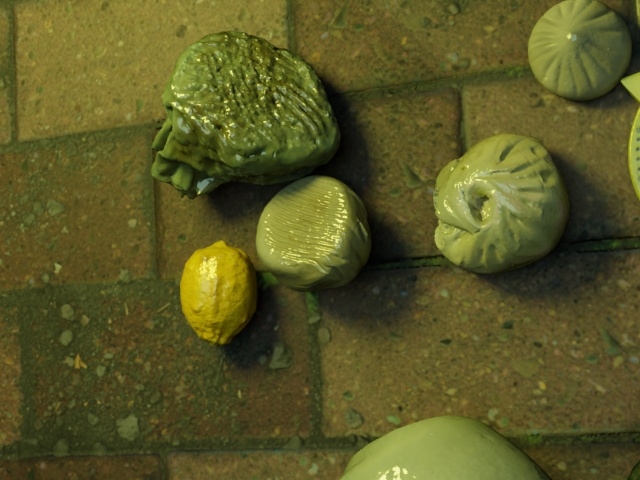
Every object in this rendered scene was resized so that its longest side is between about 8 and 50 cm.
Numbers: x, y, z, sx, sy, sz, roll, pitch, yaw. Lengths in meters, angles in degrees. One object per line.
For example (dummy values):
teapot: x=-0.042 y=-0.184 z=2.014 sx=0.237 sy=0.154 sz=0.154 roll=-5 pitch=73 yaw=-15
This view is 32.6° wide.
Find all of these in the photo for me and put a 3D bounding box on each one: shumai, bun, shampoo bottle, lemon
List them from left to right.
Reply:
lemon: x=-0.147 y=0.077 z=1.587 sx=0.114 sy=0.114 sz=0.155 roll=-1 pitch=89 yaw=21
shumai: x=-0.108 y=-0.161 z=1.592 sx=0.260 sy=0.222 sz=0.225 roll=11 pitch=59 yaw=-8
bun: x=0.000 y=0.000 z=1.536 sx=0.166 sy=0.113 sz=0.173 roll=-41 pitch=49 yaw=8
shampoo bottle: x=0.156 y=0.389 z=1.326 sx=0.322 sy=0.322 sz=0.317 roll=-41 pitch=64 yaw=13
bun: x=0.226 y=-0.048 z=1.447 sx=0.193 sy=0.128 sz=0.179 roll=-19 pitch=79 yaw=21
bun: x=0.339 y=-0.256 z=1.442 sx=0.138 sy=0.094 sz=0.138 roll=-1 pitch=87 yaw=19

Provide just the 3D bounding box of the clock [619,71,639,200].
clock: x=0.525 y=-0.117 z=1.365 sx=0.277 sy=0.071 sz=0.294 roll=-25 pitch=77 yaw=17

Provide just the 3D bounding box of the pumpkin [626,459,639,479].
pumpkin: x=0.496 y=0.345 z=1.240 sx=0.323 sy=0.241 sz=0.323 roll=-1 pitch=81 yaw=6
